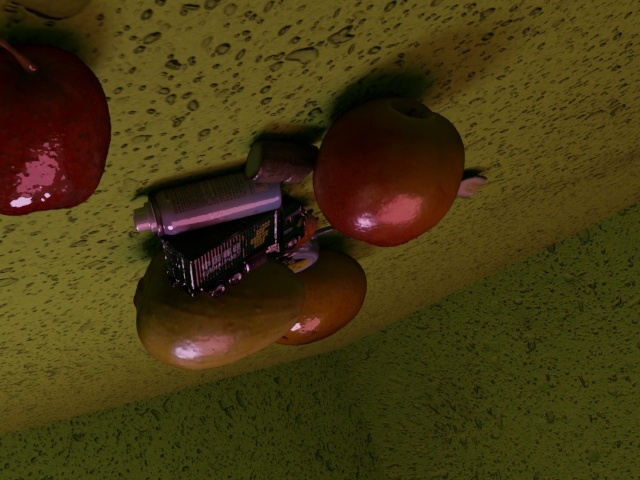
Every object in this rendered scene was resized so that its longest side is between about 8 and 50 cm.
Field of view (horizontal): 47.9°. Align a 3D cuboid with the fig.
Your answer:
[{"bbox_3d":[-0.189,0.116,1.377,0.326,0.258,0.258,1,158,-23],"label":"fig"}]

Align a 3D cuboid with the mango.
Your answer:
[{"bbox_3d":[-0.011,0.135,1.825,0.301,0.220,0.445,-31,172,21],"label":"mango"}]

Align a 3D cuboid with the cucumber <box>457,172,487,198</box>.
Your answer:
[{"bbox_3d":[0.324,-0.130,1.617,0.067,0.035,0.107,-48,153,25],"label":"cucumber"}]

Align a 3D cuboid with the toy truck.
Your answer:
[{"bbox_3d":[-0.138,-0.003,1.223,0.259,0.088,0.121,-33,142,-33],"label":"toy truck"}]

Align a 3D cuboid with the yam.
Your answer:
[{"bbox_3d":[-0.055,-0.117,1.098,0.146,0.069,0.070,-1,157,-47],"label":"yam"}]

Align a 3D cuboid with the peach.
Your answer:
[{"bbox_3d":[0.101,-0.101,1.073,0.231,0.231,0.231,-18,166,-5],"label":"peach"}]

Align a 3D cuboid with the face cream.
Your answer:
[{"bbox_3d":[-0.180,-0.060,1.138,0.229,0.075,0.075,-15,165,-16],"label":"face cream"}]

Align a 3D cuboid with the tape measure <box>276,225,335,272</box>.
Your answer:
[{"bbox_3d":[0.000,-0.001,1.559,0.330,0.084,0.164,-18,168,1],"label":"tape measure"}]

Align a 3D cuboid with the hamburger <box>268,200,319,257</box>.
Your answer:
[{"bbox_3d":[-0.054,-0.020,1.420,0.102,0.087,0.176,-10,161,-30],"label":"hamburger"}]

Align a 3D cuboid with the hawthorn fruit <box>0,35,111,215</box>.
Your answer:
[{"bbox_3d":[-0.273,-0.124,0.685,0.163,0.162,0.203,-9,144,-36],"label":"hawthorn fruit"}]
